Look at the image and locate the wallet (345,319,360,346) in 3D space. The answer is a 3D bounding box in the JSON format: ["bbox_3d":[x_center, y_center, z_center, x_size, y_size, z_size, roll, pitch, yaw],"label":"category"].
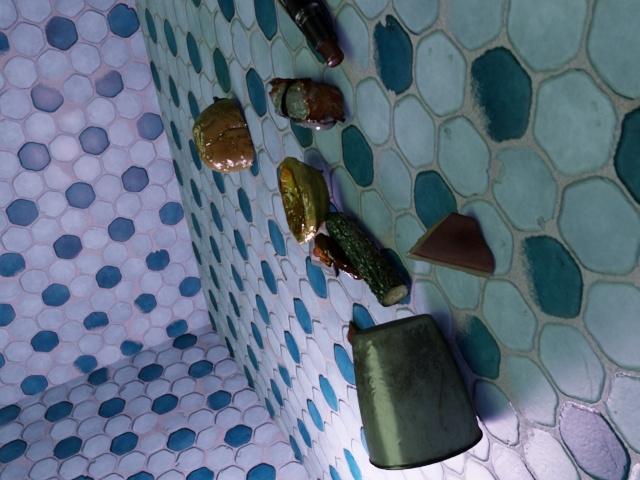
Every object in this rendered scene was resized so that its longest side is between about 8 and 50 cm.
[{"bbox_3d":[0.144,0.356,2.008,0.176,0.026,0.095,46,142,43],"label":"wallet"}]

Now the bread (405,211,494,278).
[{"bbox_3d":[0.282,0.005,1.266,0.067,0.192,0.119,151,135,-73],"label":"bread"}]

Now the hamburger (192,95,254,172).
[{"bbox_3d":[-0.392,-0.403,2.344,0.132,0.211,0.308,32,139,63],"label":"hamburger"}]

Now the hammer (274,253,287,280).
[{"bbox_3d":[-0.169,0.113,2.534,0.029,0.014,0.123,154,94,-76],"label":"hammer"}]

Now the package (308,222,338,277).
[{"bbox_3d":[0.000,0.000,2.017,0.154,0.030,0.239,28,132,50],"label":"package"}]

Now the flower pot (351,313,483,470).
[{"bbox_3d":[0.223,0.369,1.518,0.293,0.294,0.330,148,108,-68],"label":"flower pot"}]

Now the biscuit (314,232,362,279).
[{"bbox_3d":[0.059,0.045,1.789,0.192,0.049,0.192,37,-172,-6],"label":"biscuit"}]

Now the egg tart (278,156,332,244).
[{"bbox_3d":[-0.046,-0.128,1.875,0.290,0.115,0.290,169,90,-74],"label":"egg tart"}]

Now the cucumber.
[{"bbox_3d":[0.119,0.035,1.703,0.359,0.096,0.096,55,154,37],"label":"cucumber"}]

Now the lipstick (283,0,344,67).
[{"bbox_3d":[-0.022,-0.559,1.514,0.299,0.081,0.081,61,157,21],"label":"lipstick"}]

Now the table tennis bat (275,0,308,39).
[{"bbox_3d":[-0.071,-0.584,1.586,0.156,0.013,0.087,46,-163,-26],"label":"table tennis bat"}]

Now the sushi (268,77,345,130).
[{"bbox_3d":[-0.047,-0.386,1.672,0.332,0.124,0.130,32,127,58],"label":"sushi"}]
